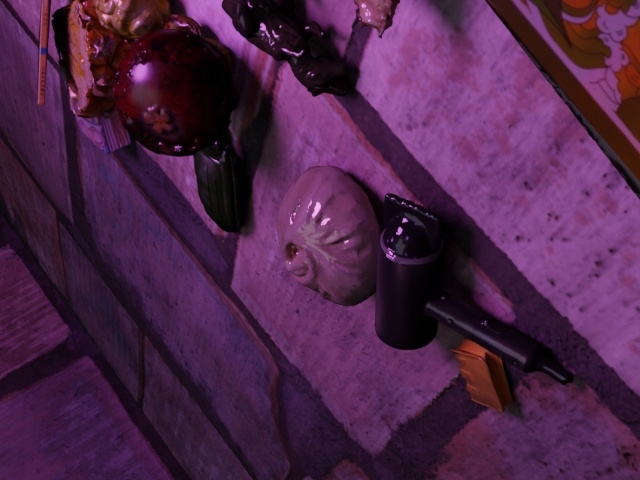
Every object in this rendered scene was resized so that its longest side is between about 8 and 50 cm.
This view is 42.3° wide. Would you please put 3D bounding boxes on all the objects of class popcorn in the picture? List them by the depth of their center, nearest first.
[{"bbox_3d":[-0.254,-0.330,1.138,0.116,0.121,0.106,12,93,24],"label":"popcorn"}]

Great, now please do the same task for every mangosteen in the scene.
[{"bbox_3d":[-0.181,-0.202,1.082,0.166,0.180,0.166,15,139,14],"label":"mangosteen"}]

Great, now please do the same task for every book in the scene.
[{"bbox_3d":[-0.450,-0.364,1.351,0.170,0.018,0.241,-116,34,-53],"label":"book"}]

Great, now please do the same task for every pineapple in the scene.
[{"bbox_3d":[-0.365,-0.315,1.346,0.186,0.115,0.236,41,138,31],"label":"pineapple"}]

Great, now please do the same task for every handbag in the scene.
[{"bbox_3d":[0.190,0.160,0.974,0.061,0.027,0.083,12,129,53],"label":"handbag"}]

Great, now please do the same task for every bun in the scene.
[{"bbox_3d":[0.000,0.000,1.023,0.183,0.102,0.183,52,153,39],"label":"bun"}]

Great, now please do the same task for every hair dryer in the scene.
[{"bbox_3d":[0.166,0.070,0.896,0.248,0.078,0.195,29,142,28],"label":"hair dryer"}]

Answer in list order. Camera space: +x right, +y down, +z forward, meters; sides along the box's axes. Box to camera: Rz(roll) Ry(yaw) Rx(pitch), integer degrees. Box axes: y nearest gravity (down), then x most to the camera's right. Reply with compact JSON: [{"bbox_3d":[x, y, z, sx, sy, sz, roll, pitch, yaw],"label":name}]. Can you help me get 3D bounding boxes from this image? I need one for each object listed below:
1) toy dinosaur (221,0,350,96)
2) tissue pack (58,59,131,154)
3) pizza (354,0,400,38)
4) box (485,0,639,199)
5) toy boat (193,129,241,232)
[{"bbox_3d":[-0.059,-0.214,0.938,0.187,0.087,0.179,56,152,6],"label":"toy dinosaur"},{"bbox_3d":[-0.408,-0.251,1.506,0.115,0.065,0.155,37,148,38],"label":"tissue pack"},{"bbox_3d":[0.040,-0.306,0.709,0.147,0.069,0.226,-33,93,42],"label":"pizza"},{"bbox_3d":[0.224,-0.237,0.389,0.373,0.138,0.420,54,154,8],"label":"box"},{"bbox_3d":[-0.158,-0.088,1.274,0.104,0.052,0.210,38,148,30],"label":"toy boat"}]
